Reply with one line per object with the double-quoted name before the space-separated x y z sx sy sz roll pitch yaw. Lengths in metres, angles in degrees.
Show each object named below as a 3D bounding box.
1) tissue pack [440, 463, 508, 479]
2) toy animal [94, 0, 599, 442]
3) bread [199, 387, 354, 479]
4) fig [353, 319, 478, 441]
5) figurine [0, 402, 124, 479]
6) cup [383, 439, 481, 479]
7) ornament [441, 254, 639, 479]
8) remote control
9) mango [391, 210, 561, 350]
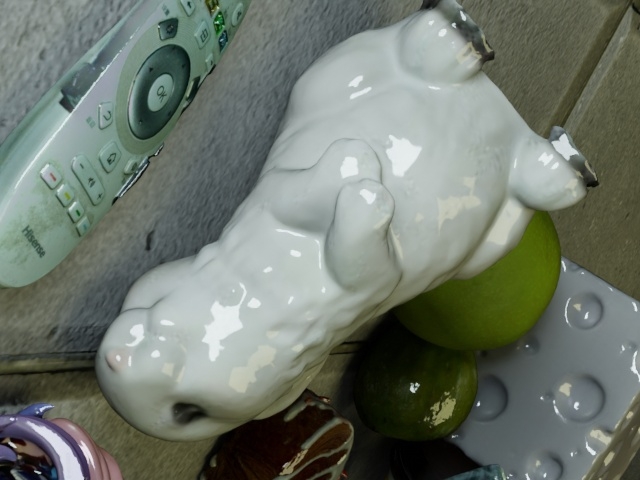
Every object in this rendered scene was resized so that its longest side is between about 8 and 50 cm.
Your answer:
"tissue pack" 0.066 0.342 1.346 0.315 0.103 0.228 -22 151 5
"toy animal" 0.000 0.000 0.920 0.357 0.194 0.258 -42 180 1
"bread" -0.037 0.207 1.191 0.160 0.073 0.160 -43 152 -31
"fig" 0.103 0.122 1.320 0.123 0.123 0.156 5 99 -64
"figurine" -0.172 0.176 0.847 0.114 0.126 0.157 -16 156 12
"cup" 0.125 0.367 1.576 0.196 0.196 0.280 -14 140 -58
"ornament" 0.255 0.143 1.470 0.240 0.239 0.240 -60 156 4
"remote control" -0.114 -0.080 0.737 0.256 0.045 0.097 -52 157 -21
"mango" 0.122 0.007 1.186 0.175 0.143 0.293 -54 146 5
